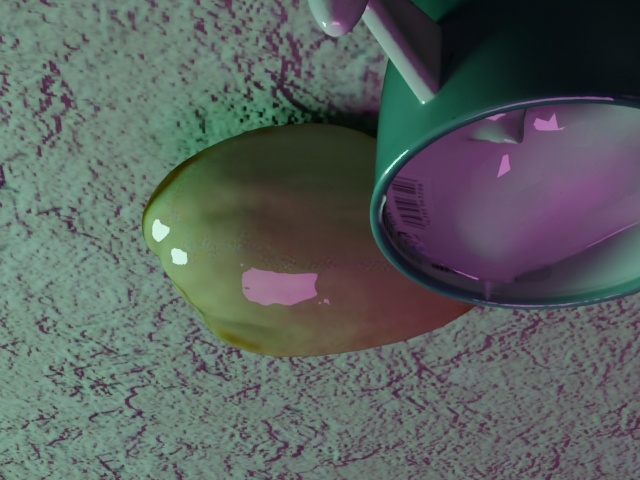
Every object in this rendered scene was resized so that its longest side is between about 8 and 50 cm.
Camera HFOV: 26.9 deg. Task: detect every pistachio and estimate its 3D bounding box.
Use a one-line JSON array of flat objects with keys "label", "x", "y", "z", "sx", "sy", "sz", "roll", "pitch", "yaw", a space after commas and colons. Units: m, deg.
[{"label": "pistachio", "x": 0.000, "y": 0.000, "z": 0.813, "sx": 0.215, "sy": 0.144, "sz": 0.144, "roll": 1, "pitch": 145, "yaw": -11}]

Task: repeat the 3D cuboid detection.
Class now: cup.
[{"label": "cup", "x": 0.108, "y": -0.080, "z": 0.649, "sx": 0.300, "sy": 0.173, "sz": 0.167, "roll": 31, "pitch": 137, "yaw": -32}]
